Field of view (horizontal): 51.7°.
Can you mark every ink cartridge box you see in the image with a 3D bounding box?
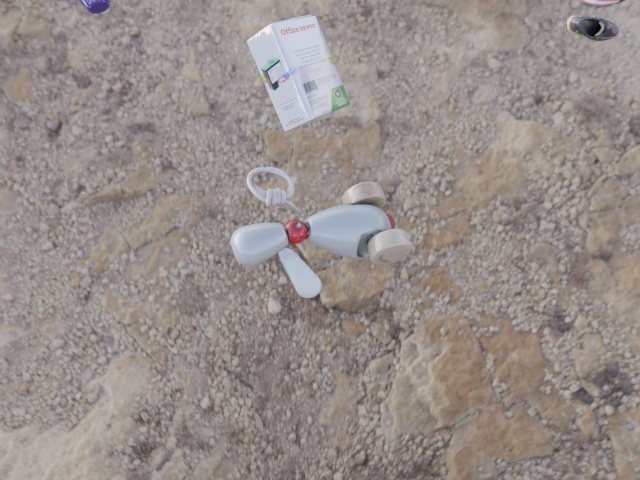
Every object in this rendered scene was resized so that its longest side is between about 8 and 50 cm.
[{"bbox_3d":[-0.059,-0.478,1.883,0.201,0.117,0.278,-33,103,-46],"label":"ink cartridge box"}]

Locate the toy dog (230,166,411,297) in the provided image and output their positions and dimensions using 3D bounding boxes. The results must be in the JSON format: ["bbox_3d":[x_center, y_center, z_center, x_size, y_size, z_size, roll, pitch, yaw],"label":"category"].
[{"bbox_3d":[0.000,0.000,1.263,0.334,0.161,0.220,7,55,-6],"label":"toy dog"}]

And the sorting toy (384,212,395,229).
[{"bbox_3d":[0.110,-0.040,1.424,0.102,0.042,0.061,23,86,6],"label":"sorting toy"}]

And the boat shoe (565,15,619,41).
[{"bbox_3d":[0.657,-0.504,1.579,0.152,0.056,0.049,-1,23,-22],"label":"boat shoe"}]

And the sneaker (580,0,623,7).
[{"bbox_3d":[0.716,-0.746,1.813,0.314,0.136,0.116,25,71,16],"label":"sneaker"}]

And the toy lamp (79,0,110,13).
[{"bbox_3d":[-0.494,-0.585,1.319,0.080,0.080,0.274,-22,85,-14],"label":"toy lamp"}]
